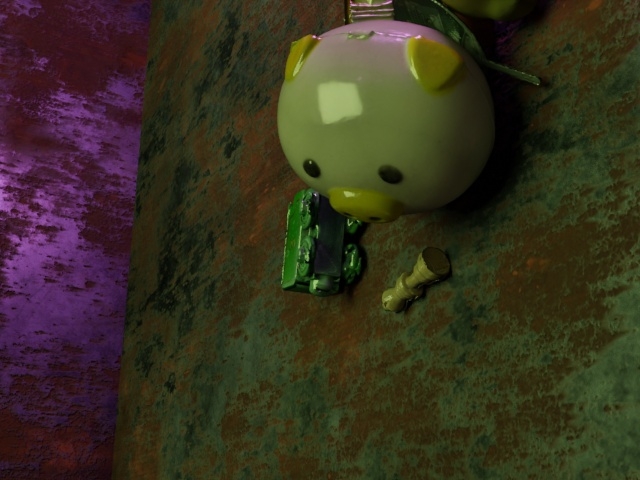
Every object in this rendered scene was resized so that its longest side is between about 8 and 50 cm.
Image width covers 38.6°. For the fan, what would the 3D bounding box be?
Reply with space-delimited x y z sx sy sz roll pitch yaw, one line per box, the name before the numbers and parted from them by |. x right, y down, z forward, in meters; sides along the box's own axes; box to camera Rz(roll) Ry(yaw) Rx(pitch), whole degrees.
fan | 0.235 -0.301 1.556 0.012 0.294 0.223 -45 -15 -16

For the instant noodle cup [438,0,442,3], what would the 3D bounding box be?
instant noodle cup | 0.185 -0.481 1.697 0.274 0.090 0.274 -3 -90 -83

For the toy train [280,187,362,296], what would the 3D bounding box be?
toy train | 0.000 0.000 1.893 0.188 0.132 0.243 159 119 -68

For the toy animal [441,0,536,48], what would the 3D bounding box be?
toy animal | 0.271 -0.464 1.443 0.338 0.191 0.216 138 126 -59

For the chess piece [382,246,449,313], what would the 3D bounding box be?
chess piece | 0.162 0.079 1.631 0.172 0.060 0.060 -50 39 47

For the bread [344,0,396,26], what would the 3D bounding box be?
bread | 0.100 -0.456 1.800 0.192 0.109 0.210 70 -162 -70

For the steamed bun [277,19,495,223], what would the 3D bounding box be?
steamed bun | 0.105 -0.202 1.528 0.373 0.334 0.334 5 83 29

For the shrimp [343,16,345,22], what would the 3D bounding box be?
shrimp | 0.089 -0.499 1.971 0.073 0.074 0.190 84 -163 -69
